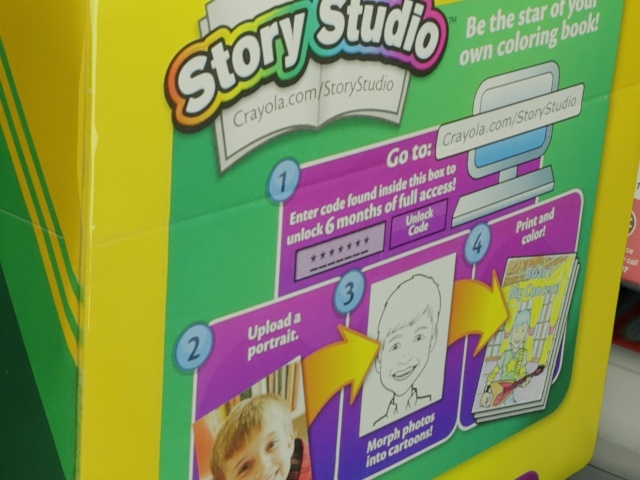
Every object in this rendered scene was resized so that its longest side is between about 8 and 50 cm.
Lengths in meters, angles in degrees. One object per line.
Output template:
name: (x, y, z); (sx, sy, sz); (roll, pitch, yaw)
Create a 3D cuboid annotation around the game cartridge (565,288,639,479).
game cartridge: (0.273, 0.068, 1.058); (0.294, 0.196, 0.060); (-35, 133, -36)

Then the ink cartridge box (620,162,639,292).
ink cartridge box: (0.252, -0.060, 0.997); (0.092, 0.159, 0.217); (22, 90, -52)

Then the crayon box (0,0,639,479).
crayon box: (0.000, 0.000, 0.769); (0.363, 0.106, 0.313); (-18, 120, -45)
